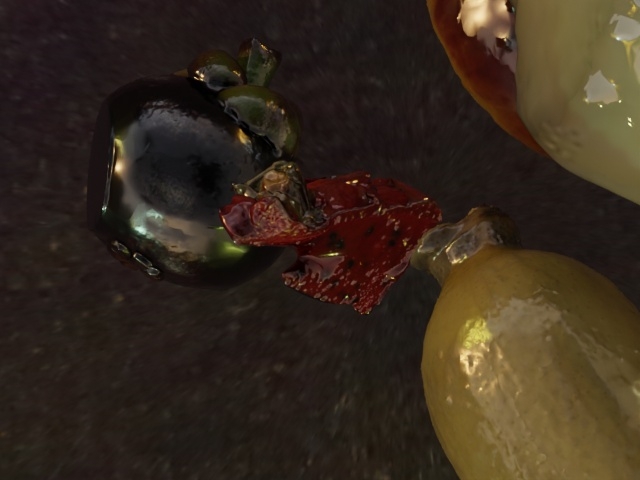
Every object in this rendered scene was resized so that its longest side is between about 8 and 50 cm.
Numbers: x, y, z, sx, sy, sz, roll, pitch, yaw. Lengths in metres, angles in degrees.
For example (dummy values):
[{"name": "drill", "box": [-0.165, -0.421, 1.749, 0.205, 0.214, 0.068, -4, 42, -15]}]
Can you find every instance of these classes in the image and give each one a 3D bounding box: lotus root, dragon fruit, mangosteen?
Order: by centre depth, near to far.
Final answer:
[{"name": "lotus root", "box": [0.143, 0.111, 0.855, 0.130, 0.146, 0.303, -19, 64, -37]}, {"name": "dragon fruit", "box": [-0.009, -0.014, 1.258, 0.092, 0.192, 0.122, 50, 124, 40]}, {"name": "mangosteen", "box": [-0.138, -0.089, 1.677, 0.233, 0.287, 0.288, 6, 91, -9]}]

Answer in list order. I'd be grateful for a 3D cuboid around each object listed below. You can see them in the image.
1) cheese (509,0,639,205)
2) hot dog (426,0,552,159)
[{"name": "cheese", "box": [0.193, -0.137, 0.551, 0.326, 0.115, 0.318, -35, 69, -30]}, {"name": "hot dog", "box": [0.207, -0.229, 0.874, 0.365, 0.196, 0.367, -25, 88, 26]}]
